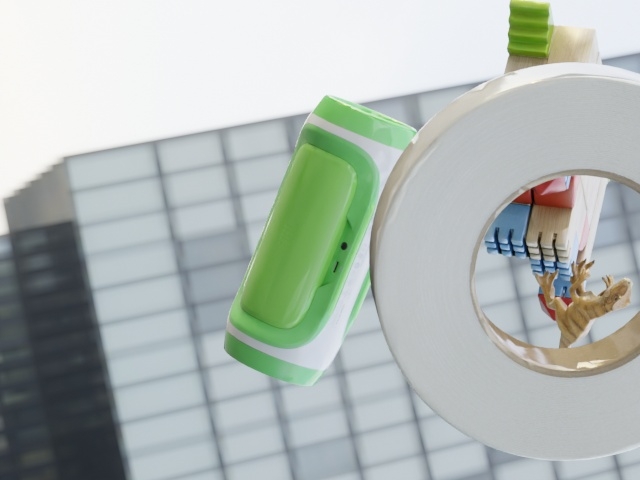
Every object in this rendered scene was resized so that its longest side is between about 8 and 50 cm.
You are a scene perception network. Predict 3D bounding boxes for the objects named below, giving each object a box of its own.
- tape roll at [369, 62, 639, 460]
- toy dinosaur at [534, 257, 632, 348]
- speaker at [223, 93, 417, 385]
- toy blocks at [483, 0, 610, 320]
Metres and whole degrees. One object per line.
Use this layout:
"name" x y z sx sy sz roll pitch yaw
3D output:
"tape roll" 0.241 0.024 1.884 0.072 0.392 0.392 -103 -173 -74
"toy dinosaur" 0.270 0.086 2.101 0.211 0.064 0.112 111 -30 -58
"speaker" 0.000 0.000 2.095 0.296 0.131 0.131 -68 -154 7
"toy blocks" 0.274 -0.074 2.363 0.381 0.191 0.260 66 35 -60
